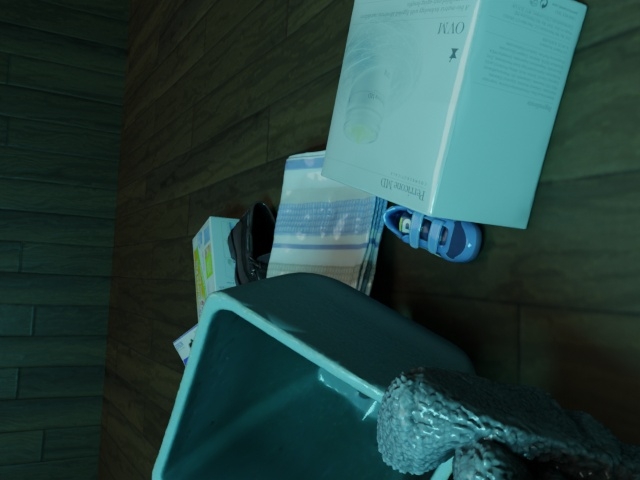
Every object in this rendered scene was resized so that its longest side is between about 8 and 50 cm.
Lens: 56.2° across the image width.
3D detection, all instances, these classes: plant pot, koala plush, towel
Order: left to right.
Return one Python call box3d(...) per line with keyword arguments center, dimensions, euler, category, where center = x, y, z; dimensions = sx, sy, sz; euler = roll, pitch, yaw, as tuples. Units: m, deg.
box3d(center=(0.000, 0.000, 0.856), dimensions=(0.209, 0.034, 0.285), euler=(0, 75, 43), category="towel")
box3d(center=(0.019, 0.176, 0.636), dimensions=(0.247, 0.252, 0.247), euler=(28, 113, 18), category="plant pot")
box3d(center=(0.122, 0.227, 0.378), dimensions=(0.196, 0.203, 0.221), euler=(-116, 42, -63), category="koala plush")

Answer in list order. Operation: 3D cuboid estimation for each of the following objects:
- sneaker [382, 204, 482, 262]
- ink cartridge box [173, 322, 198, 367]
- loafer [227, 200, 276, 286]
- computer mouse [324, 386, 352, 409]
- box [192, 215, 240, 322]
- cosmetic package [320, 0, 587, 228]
box3d(center=(0.127, -0.010, 0.700), dimensions=(0.144, 0.059, 0.053), euler=(26, 106, 58), category="sneaker")
box3d(center=(-0.205, 0.266, 1.186), dimensions=(0.206, 0.045, 0.208), euler=(-35, 80, 54), category="ink cartridge box")
box3d(center=(-0.091, 0.036, 1.037), dimensions=(0.095, 0.109, 0.302), euler=(-64, 33, 23), category="loafer")
box3d(center=(-0.033, 0.235, 0.875), dimensions=(0.272, 0.072, 0.188), euler=(19, 135, 54), category="computer mouse")
box3d(center=(-0.182, 0.069, 1.187), dimensions=(0.114, 0.103, 0.203), euler=(-42, 51, 50), category="box")
box3d(center=(0.125, -0.150, 0.649), dimensions=(0.224, 0.138, 0.224), euler=(30, 113, 58), category="cosmetic package")
